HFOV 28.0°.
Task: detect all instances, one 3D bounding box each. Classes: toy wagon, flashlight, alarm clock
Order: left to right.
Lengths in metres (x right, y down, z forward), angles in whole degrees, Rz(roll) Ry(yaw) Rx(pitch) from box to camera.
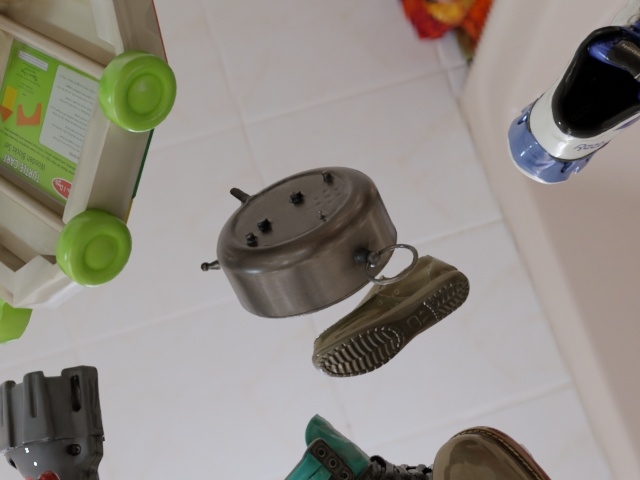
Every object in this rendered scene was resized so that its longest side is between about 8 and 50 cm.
[{"bbox_3d":[-0.230,-0.055,1.002,0.267,0.068,0.345,29,107,43],"label":"toy wagon"},{"bbox_3d":[-0.214,0.262,1.026,0.103,0.103,0.304,124,139,-67],"label":"flashlight"},{"bbox_3d":[0.000,0.000,0.935,0.192,0.129,0.064,17,139,48],"label":"alarm clock"}]

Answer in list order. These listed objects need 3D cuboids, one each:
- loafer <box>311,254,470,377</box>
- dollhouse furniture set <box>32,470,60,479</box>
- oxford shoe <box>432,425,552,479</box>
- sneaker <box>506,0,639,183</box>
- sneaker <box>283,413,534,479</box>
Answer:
[{"bbox_3d":[0.055,0.063,1.080,0.050,0.148,0.056,57,174,45],"label":"loafer"},{"bbox_3d":[-0.069,0.312,0.652,0.374,0.152,0.201,56,141,21],"label":"dollhouse furniture set"},{"bbox_3d":[0.152,0.303,1.008,0.130,0.123,0.348,17,-135,-47],"label":"oxford shoe"},{"bbox_3d":[0.365,-0.201,1.489,0.127,0.315,0.182,46,165,3],"label":"sneaker"},{"bbox_3d":[0.059,0.246,1.335,0.178,0.295,0.124,57,173,10],"label":"sneaker"}]
